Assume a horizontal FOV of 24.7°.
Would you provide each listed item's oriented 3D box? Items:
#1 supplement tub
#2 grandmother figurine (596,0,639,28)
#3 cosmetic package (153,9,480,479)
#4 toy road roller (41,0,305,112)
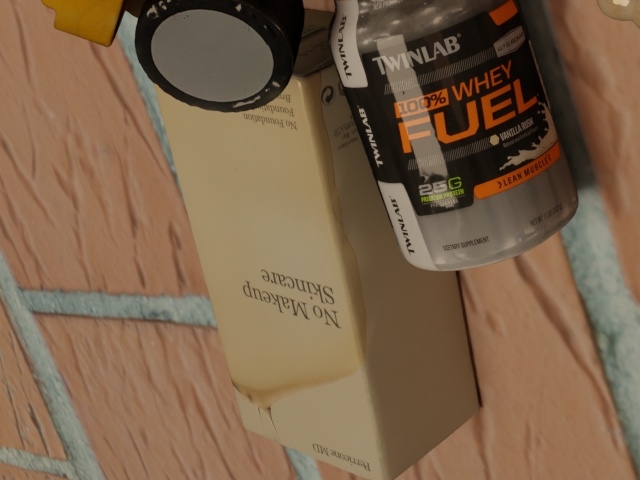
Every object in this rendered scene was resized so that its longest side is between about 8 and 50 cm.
[{"bbox_3d":[0.076,-0.087,0.880,0.117,0.117,0.190,-1,116,50],"label":"supplement tub"},{"bbox_3d":[0.195,-0.168,0.701,0.342,0.104,0.208,49,152,16],"label":"grandmother figurine"},{"bbox_3d":[0.000,0.000,1.039,0.160,0.113,0.309,13,124,44],"label":"cosmetic package"},{"bbox_3d":[-0.088,-0.247,0.799,0.240,0.202,0.329,18,140,-9],"label":"toy road roller"}]
